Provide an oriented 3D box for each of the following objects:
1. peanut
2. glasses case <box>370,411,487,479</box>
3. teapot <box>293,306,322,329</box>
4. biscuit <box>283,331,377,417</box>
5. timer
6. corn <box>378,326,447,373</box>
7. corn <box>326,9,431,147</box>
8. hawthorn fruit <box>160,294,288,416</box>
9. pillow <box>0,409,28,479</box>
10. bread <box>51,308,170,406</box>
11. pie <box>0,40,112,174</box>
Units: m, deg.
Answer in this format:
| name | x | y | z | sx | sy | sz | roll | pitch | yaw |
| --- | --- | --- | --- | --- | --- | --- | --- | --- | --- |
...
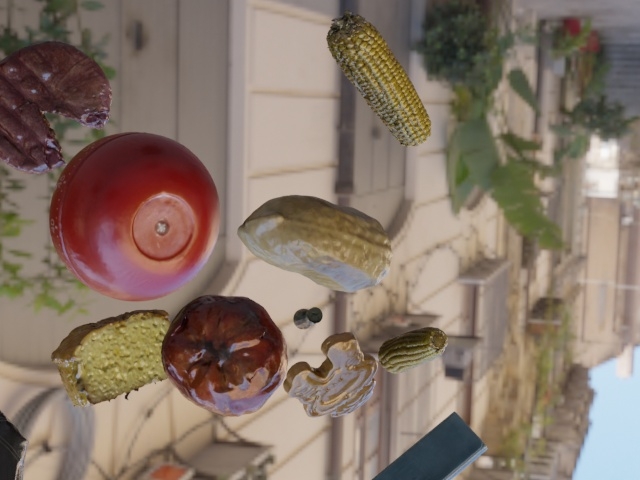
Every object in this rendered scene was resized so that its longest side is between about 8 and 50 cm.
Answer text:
| name | x | y | z | sx | sy | sz | roll | pitch | yaw |
| --- | --- | --- | --- | --- | --- | --- | --- | --- | --- |
| peanut | 0.005 | 0.000 | 1.923 | 0.174 | 0.158 | 0.340 | 29 | -177 | 36 |
| glasses case | 0.163 | 0.417 | 1.882 | 0.266 | 0.056 | 0.105 | -38 | -145 | -9 |
| teapot | -0.022 | 0.151 | 2.077 | 0.043 | 0.043 | 0.111 | 0 | 172 | -15 |
| biscuit | 0.026 | 0.230 | 1.713 | 0.144 | 0.040 | 0.236 | -34 | 145 | 3 |
| timer | -0.405 | -0.052 | 2.341 | 0.378 | 0.378 | 0.279 | -4 | -167 | -36 |
| corn | 0.191 | 0.226 | 2.174 | 0.080 | 0.080 | 0.231 | -2 | 168 | -24 |
| corn | 0.123 | -0.326 | 2.145 | 0.115 | 0.318 | 0.115 | -33 | -157 | 16 |
| hawthorn fruit | -0.120 | 0.153 | 1.404 | 0.173 | 0.173 | 0.179 | 7 | 162 | 38 |
| pillow | -0.536 | 0.396 | 1.606 | 0.161 | 0.335 | 0.092 | 12 | 154 | -25 |
| bread | -0.363 | 0.205 | 1.796 | 0.139 | 0.143 | 0.229 | -17 | 178 | 37 |
| pie | -0.445 | -0.218 | 1.708 | 0.219 | 0.204 | 0.054 | -32 | 171 | -1 |
